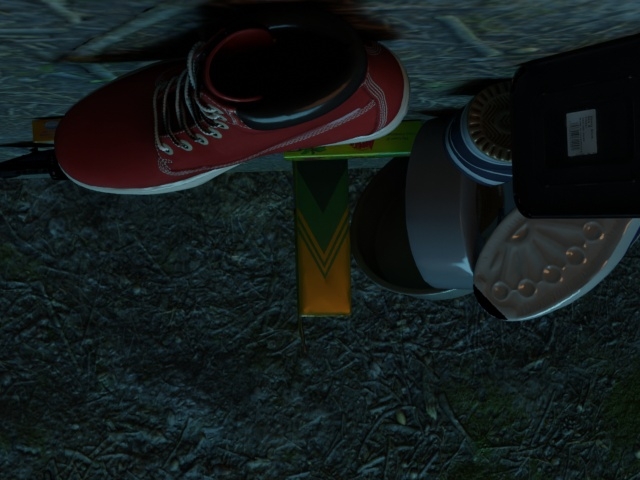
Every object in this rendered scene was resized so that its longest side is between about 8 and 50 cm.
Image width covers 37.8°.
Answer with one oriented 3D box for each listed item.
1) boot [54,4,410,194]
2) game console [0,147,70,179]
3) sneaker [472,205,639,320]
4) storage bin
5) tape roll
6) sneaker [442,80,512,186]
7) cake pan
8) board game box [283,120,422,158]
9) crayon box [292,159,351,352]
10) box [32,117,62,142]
[{"bbox_3d":[-0.080,-0.082,0.555,0.244,0.089,0.176,-10,180,16],"label":"boot"},{"bbox_3d":[-0.321,-0.113,1.289,0.361,0.044,0.213,0,-171,35],"label":"game console"},{"bbox_3d":[0.343,-0.031,1.114,0.130,0.323,0.236,49,-157,22],"label":"sneaker"},{"bbox_3d":[0.226,-0.079,0.689,0.084,0.122,0.180,-4,-177,-25],"label":"storage bin"},{"bbox_3d":[0.181,-0.048,1.175,0.072,0.219,0.219,1,-177,28],"label":"tape roll"},{"bbox_3d":[0.258,-0.099,0.916,0.282,0.099,0.153,4,176,-9],"label":"sneaker"},{"bbox_3d":[0.185,-0.033,1.361,0.293,0.293,0.054,-1,145,33],"label":"cake pan"},{"bbox_3d":[0.041,-0.133,1.254,0.181,0.043,0.092,-2,-177,0],"label":"board game box"},{"bbox_3d":[0.000,0.000,1.438,0.081,0.319,0.202,-1,-178,-3],"label":"crayon box"},{"bbox_3d":[-0.251,-0.122,1.051,0.081,0.028,0.136,-2,-175,17],"label":"box"}]
